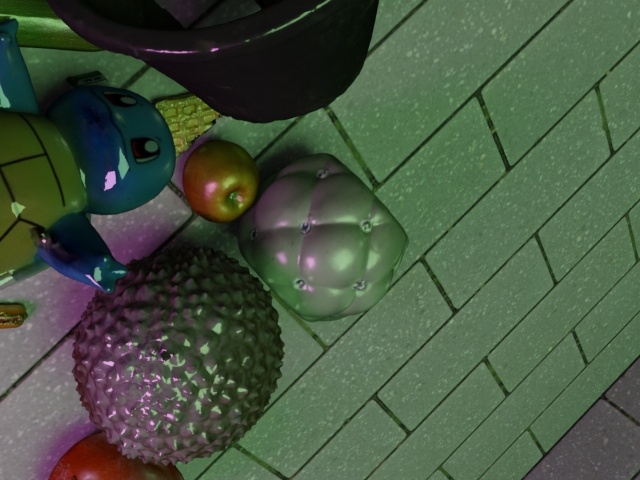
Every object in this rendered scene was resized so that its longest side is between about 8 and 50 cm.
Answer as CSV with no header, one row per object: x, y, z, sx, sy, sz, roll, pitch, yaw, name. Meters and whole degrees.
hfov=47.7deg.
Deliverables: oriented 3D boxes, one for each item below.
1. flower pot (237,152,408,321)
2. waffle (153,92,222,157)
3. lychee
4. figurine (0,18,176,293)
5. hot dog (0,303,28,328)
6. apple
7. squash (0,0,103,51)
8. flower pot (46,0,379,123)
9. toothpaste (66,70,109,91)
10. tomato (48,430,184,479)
0.000,0.000,1.056,0.195,0.246,0.246,-42,136,-1,flower pot
-0.152,-0.161,0.978,0.153,0.023,0.097,-22,131,-27,waffle
-0.193,0.141,0.960,0.300,0.300,0.299,-20,129,-27,lychee
-0.347,-0.038,0.739,0.417,0.297,0.243,-27,171,-9,figurine
-0.422,0.102,0.943,0.083,0.021,0.037,0,119,-37,hot dog
-0.137,-0.079,0.987,0.099,0.102,0.114,10,110,-36,apple
-0.319,-0.235,0.767,0.229,0.066,0.066,-8,122,-35,squash
-0.066,-0.274,0.779,0.379,0.379,0.251,-41,152,-9,flower pot
-0.275,-0.118,0.901,0.043,0.037,0.178,-19,129,-26,toothpaste
-0.302,0.402,1.106,0.189,0.232,0.231,-32,138,-48,tomato
